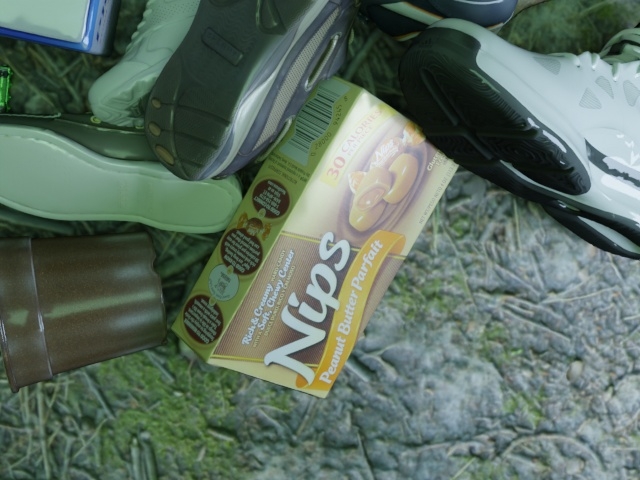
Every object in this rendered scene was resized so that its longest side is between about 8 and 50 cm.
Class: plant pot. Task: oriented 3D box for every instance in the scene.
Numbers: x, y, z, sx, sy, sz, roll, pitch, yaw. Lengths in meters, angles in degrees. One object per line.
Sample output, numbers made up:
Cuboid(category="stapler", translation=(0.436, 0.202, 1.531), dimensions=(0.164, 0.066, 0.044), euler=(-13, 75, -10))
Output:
Cuboid(category="plant pot", translation=(-0.252, 0.064, 1.014), dimensions=(0.165, 0.167, 0.167), euler=(-8, 101, -14))

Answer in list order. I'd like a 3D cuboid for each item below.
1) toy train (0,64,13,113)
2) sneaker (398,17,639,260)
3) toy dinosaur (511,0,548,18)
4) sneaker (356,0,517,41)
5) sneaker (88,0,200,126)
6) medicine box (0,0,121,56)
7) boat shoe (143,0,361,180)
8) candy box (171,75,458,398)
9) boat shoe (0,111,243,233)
Cuboid(category="toy train", translation=(-0.340, -0.145, 1.027), dimensions=(0.017, 0.024, 0.083), euler=(6, 99, -9))
Cuboid(category="sneaker", translation=(0.276, -0.169, 1.015), dimensions=(0.447, 0.169, 0.257), euler=(29, 80, -37))
Cuboid(category="toy dinosaur", translation=(0.270, -0.363, 1.032), dimensions=(0.200, 0.127, 0.295), euler=(-6, 113, -29))
Cuboid(category="sneaker", translation=(0.052, -0.292, 1.002), dimensions=(0.321, 0.127, 0.126), euler=(28, 68, 15))
Cuboid(category="sneaker", translation=(-0.158, -0.208, 1.001), dimensions=(0.232, 0.090, 0.115), euler=(-39, 77, -24))
Cuboid(category="medicine box", translation=(-0.316, -0.266, 0.873), dimensions=(0.264, 0.289, 0.149), euler=(10, 98, -10))
Cuboid(category="boat shoe", translation=(-0.038, -0.213, 0.921), dimensions=(0.132, 0.130, 0.355), euler=(45, 110, 22))
Cuboid(category="candy box", translation=(0.000, 0.000, 1.031), dimensions=(0.183, 0.087, 0.316), euler=(25, 97, -43))
Cuboid(category="boat shoe", translation=(-0.231, -0.083, 1.020), dimensions=(0.305, 0.091, 0.109), euler=(10, 131, -8))
